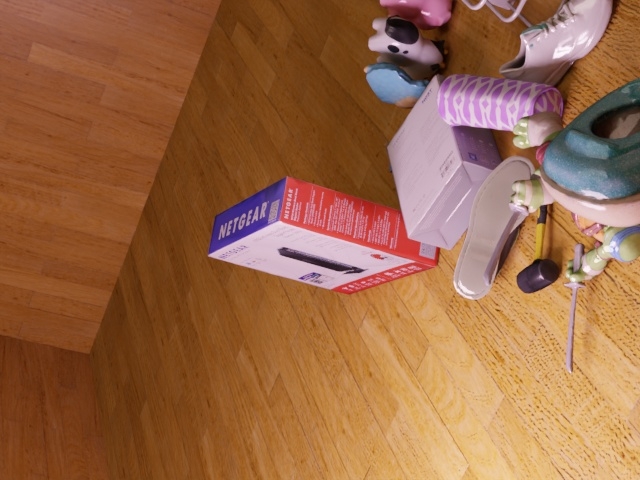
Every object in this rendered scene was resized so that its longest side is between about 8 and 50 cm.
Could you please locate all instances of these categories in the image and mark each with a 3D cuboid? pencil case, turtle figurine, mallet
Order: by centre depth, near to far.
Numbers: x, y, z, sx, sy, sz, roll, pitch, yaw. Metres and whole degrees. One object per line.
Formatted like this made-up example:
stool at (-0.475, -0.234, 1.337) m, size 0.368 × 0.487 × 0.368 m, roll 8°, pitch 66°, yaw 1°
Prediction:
turtle figurine at (0.301, -0.029, 1.561) m, size 0.275 × 0.197 × 0.266 m, roll -57°, pitch 25°, yaw 29°
mallet at (0.323, -0.018, 1.712) m, size 0.062 × 0.039 × 0.190 m, roll -26°, pitch 49°, yaw 63°
pencil case at (0.273, -0.203, 1.806) m, size 0.206 × 0.088 × 0.086 m, roll 19°, pitch 54°, yaw 45°

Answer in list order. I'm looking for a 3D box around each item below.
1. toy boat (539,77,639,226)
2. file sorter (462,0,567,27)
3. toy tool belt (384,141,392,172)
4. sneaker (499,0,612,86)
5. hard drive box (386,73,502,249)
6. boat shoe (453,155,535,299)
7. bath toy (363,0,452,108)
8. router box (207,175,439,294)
toy boat at (0.418, -0.112, 1.333) m, size 0.318 × 0.267 × 0.148 m, roll 27°, pitch 146°, yaw 49°
file sorter at (0.251, -0.459, 1.844) m, size 0.193 × 0.277 × 0.173 m, roll -64°, pitch 27°, yaw 25°
toy tool belt at (0.142, -0.144, 2.186) m, size 0.052 × 0.051 × 0.083 m, roll -50°, pitch 33°, yaw 45°
sneaker at (0.346, -0.304, 1.760) m, size 0.212 × 0.094 × 0.080 m, roll -55°, pitch 28°, yaw 39°
hard drive box at (0.205, -0.133, 1.985) m, size 0.181 × 0.089 × 0.232 m, roll -56°, pitch 29°, yaw 37°
boat shoe at (0.262, -0.023, 1.796) m, size 0.068 × 0.081 × 0.228 m, roll -29°, pitch -38°, yaw -76°
bath toy at (0.184, -0.419, 2.174) m, size 0.129 × 0.151 × 0.348 m, roll 2°, pitch 70°, yaw 27°
router box at (0.000, 0.000, 2.102) m, size 0.335 × 0.301 × 0.082 m, roll -23°, pitch 54°, yaw 63°
